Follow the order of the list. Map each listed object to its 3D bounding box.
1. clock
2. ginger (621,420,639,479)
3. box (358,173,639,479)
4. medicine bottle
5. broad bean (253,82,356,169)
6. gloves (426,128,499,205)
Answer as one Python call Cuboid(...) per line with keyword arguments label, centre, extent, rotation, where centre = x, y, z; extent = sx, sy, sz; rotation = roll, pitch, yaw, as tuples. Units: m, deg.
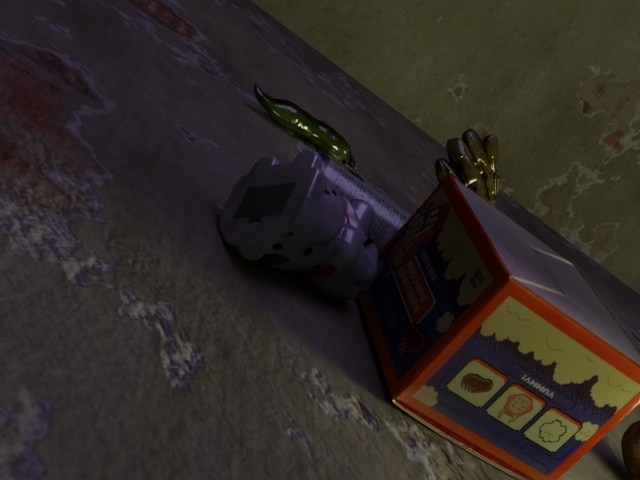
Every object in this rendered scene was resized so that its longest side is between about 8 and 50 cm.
Cuboid(label="clock", centre=(-0.001, -0.004, 1.349), extent=(0.254, 0.189, 0.189), rotation=(35, 17, -36))
Cuboid(label="ginger", centre=(0.686, 0.453, 1.613), extent=(0.321, 0.165, 0.172), rotation=(48, 11, 32))
Cuboid(label="box", centre=(0.266, 0.135, 1.382), extent=(0.319, 0.257, 0.348), rotation=(31, 20, -22))
Cuboid(label="medicine bottle", centre=(0.071, -0.023, 1.563), extent=(0.293, 0.141, 0.141), rotation=(36, 17, -14))
Cuboid(label="broad bean", centre=(-0.031, -0.266, 2.096), extent=(0.339, 0.061, 0.077), rotation=(30, 31, -29))
Cuboid(label="gloves", centre=(0.244, -0.051, 1.685), extent=(0.141, 0.331, 0.154), rotation=(39, 15, 20))
